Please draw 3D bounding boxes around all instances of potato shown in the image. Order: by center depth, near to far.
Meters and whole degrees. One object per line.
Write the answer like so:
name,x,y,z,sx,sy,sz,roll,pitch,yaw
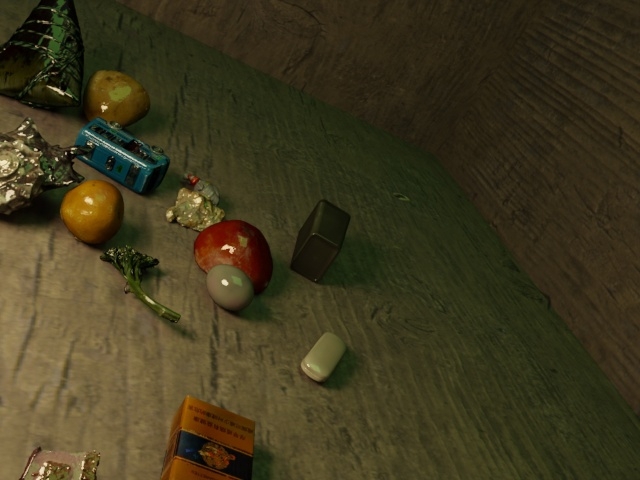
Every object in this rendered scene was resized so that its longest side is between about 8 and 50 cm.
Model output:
potato,-0.649,-0.413,2.076,0.204,0.178,0.158,33,36,-18

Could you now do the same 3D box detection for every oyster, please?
oyster,-0.354,-0.083,1.918,0.163,0.081,0.191,46,44,11

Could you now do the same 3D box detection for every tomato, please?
tomato,-0.218,0.027,1.806,0.233,0.139,0.200,34,30,-2

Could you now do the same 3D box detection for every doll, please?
doll,-0.361,-0.153,2.055,0.180,0.079,0.094,43,-7,33

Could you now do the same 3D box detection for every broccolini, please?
broccolini,-0.390,0.101,1.548,0.123,0.062,0.271,-19,49,-43

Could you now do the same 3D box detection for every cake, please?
cake,-0.391,0.436,0.916,0.116,0.112,0.295,23,39,-20

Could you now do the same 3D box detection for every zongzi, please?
zongzi,-0.798,-0.580,1.969,0.319,0.361,0.383,11,29,-5

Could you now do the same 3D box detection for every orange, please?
orange,-0.535,-0.069,1.580,0.134,0.154,0.154,13,26,-3

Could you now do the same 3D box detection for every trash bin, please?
trash bin,0.000,0.000,2.098,0.122,0.164,0.240,30,25,-7

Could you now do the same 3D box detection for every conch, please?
conch,-0.676,-0.159,1.509,0.313,0.186,0.241,-7,37,-45

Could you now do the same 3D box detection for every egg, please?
egg,-0.226,0.116,1.671,0.135,0.103,0.103,39,25,16

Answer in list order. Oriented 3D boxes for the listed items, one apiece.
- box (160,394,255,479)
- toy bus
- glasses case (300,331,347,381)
box,-0.201,0.403,1.210,0.152,0.070,0.237,27,26,-17
toy bus,-0.562,-0.236,1.899,0.247,0.113,0.134,31,28,-2
glasses case,0.011,0.292,1.701,0.081,0.051,0.204,38,24,7
